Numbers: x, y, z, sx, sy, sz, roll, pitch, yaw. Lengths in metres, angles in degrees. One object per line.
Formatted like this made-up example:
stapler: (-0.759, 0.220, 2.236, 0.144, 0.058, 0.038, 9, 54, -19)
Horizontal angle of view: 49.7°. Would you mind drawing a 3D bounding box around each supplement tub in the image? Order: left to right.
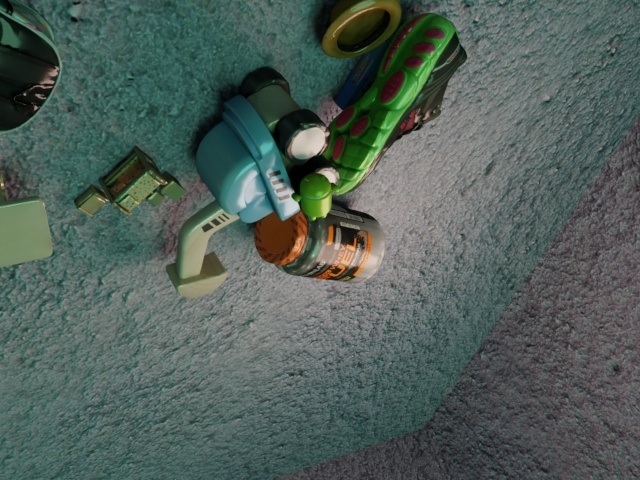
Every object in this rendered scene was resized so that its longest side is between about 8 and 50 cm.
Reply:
supplement tub: (0.000, 0.000, 1.852, 0.338, 0.207, 0.207, 10, 123, -46)

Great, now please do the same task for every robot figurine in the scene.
robot figurine: (-0.010, -0.096, 1.474, 0.101, 0.067, 0.115, -14, 142, -9)

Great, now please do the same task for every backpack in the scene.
backpack: (-0.544, -0.295, 1.070, 0.254, 0.191, 0.225, 24, 115, -43)

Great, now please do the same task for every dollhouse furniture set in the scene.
dollhouse furniture set: (-0.401, -0.079, 1.508, 0.182, 0.101, 0.161, -41, 144, 4)

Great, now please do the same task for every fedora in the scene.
fedora: (0.079, -0.476, 1.487, 0.194, 0.079, 0.194, -21, 162, -7)

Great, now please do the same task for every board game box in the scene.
board game box: (0.151, -0.395, 1.683, 0.160, 0.047, 0.210, 10, 123, -45)

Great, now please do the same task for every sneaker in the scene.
sneaker: (0.177, -0.289, 1.626, 0.202, 0.185, 0.482, 20, 117, -44)

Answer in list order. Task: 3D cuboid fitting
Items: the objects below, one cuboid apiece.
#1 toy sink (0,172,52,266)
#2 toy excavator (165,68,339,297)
toy sink: (-0.650, -0.041, 1.312, 0.234, 0.131, 0.152, -14, 138, -23)
toy excavator: (-0.197, -0.103, 1.563, 0.445, 0.222, 0.433, -30, 145, -8)
